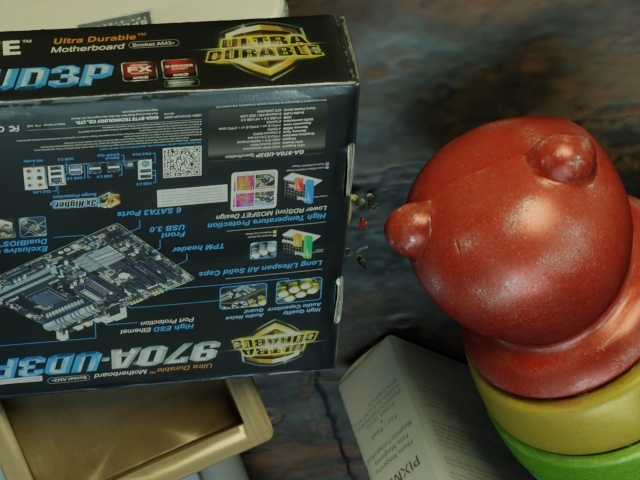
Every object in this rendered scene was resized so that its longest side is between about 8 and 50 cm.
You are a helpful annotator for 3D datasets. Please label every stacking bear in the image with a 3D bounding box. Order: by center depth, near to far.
[{"bbox_3d":[0.142,0.041,0.916,0.175,0.164,0.289,-21,137,23],"label":"stacking bear"}]

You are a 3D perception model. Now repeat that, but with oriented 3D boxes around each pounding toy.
[{"bbox_3d":[-0.084,0.023,0.900,0.206,0.181,0.094,-23,180,-9],"label":"pounding toy"}]

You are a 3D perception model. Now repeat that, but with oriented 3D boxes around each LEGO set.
[{"bbox_3d":[0.003,0.000,0.955,0.054,0.023,0.083,20,126,-34],"label":"LEGO set"}]

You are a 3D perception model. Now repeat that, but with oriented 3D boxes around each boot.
[{"bbox_3d":[-0.104,-0.063,0.803,0.190,0.069,0.086,-7,140,3],"label":"boot"}]

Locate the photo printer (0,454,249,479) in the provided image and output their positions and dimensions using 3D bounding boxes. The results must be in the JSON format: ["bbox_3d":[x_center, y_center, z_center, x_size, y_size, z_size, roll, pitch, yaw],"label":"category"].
[{"bbox_3d":[-0.172,0.150,1.074,0.256,0.107,0.307,-7,146,4],"label":"photo printer"}]

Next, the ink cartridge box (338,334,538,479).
[{"bbox_3d":[0.121,0.172,1.028,0.189,0.232,0.066,23,124,-33],"label":"ink cartridge box"}]

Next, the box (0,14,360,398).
[{"bbox_3d":[-0.097,-0.010,0.771,0.220,0.051,0.175,-5,134,-8],"label":"box"}]
